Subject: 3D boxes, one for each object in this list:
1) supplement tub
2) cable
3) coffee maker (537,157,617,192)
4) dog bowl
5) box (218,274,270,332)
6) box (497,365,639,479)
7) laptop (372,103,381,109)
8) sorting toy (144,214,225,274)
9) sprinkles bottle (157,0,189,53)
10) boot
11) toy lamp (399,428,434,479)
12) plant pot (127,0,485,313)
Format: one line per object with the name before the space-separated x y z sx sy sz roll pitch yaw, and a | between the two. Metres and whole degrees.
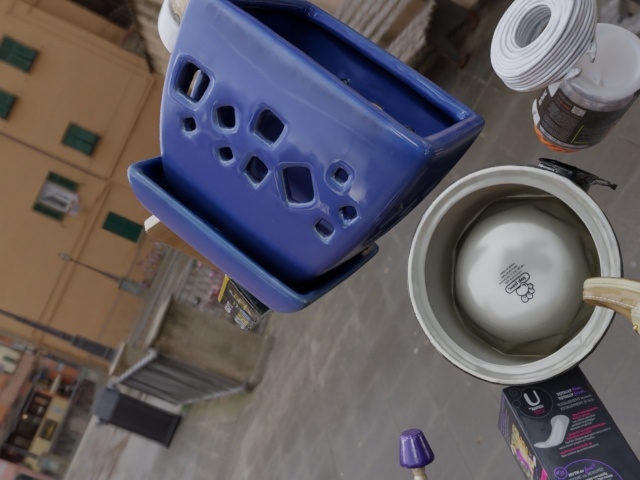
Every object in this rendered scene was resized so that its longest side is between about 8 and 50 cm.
supplement tub | 0.634 -0.349 1.836 0.338 0.207 0.207 86 -156 -73
cable | 0.474 -0.442 1.643 0.257 0.089 0.257 -21 51 54
coffee maker | 0.523 -0.073 1.674 0.171 0.120 0.178 43 122 56
dog bowl | 0.378 0.064 1.457 0.150 0.408 0.407 6 -64 -57
box | 0.000 0.000 1.125 0.322 0.079 0.257 -38 -1 -14
box | 0.459 0.393 1.404 0.143 0.165 0.270 81 171 -47
laptop | -0.076 -0.203 1.708 0.408 0.382 0.236 -25 43 61
sorting toy | -0.164 -0.068 1.476 0.257 0.255 0.089 -31 55 18
sprinkles bottle | -0.073 -0.329 0.826 0.355 0.121 0.121 -44 25 53
boot | 0.463 0.170 1.055 0.262 0.095 0.203 19 89 38
toy lamp | 0.223 0.539 1.630 0.080 0.080 0.274 -171 68 -76
plant pot | -0.018 -0.079 0.704 0.212 0.236 0.236 -57 -11 24
